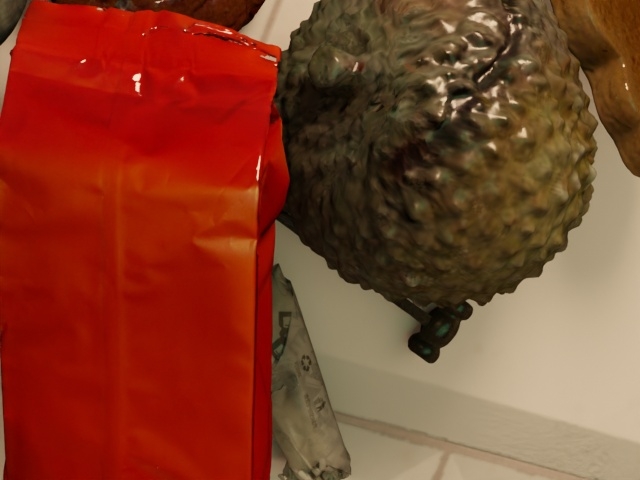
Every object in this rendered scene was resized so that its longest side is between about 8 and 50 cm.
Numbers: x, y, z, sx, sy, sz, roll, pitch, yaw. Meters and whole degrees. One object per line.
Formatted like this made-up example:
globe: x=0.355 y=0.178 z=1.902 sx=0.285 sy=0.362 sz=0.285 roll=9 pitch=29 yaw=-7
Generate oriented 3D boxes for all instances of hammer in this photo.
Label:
hammer: x=0.000 y=0.000 z=1.475 sx=0.292 sy=0.029 sz=0.058 roll=36 pitch=90 yaw=-25

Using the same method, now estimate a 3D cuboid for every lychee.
lychee: x=0.087 y=-0.075 z=1.354 sx=0.274 sy=0.255 sz=0.255 roll=25 pitch=96 yaw=-37

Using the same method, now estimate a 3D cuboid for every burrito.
burrito: x=-0.028 y=0.113 z=1.480 sx=0.064 sy=0.064 sz=0.203 roll=-24 pitch=113 yaw=-13

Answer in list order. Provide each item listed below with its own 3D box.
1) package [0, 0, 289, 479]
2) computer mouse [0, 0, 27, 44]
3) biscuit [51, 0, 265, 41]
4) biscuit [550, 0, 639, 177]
package: x=-0.125 y=0.053 z=1.329 sx=0.196 sy=0.123 sz=0.424 roll=6 pitch=115 yaw=5
computer mouse: x=-0.325 y=-0.250 z=1.185 sx=0.374 sy=0.114 sz=0.203 roll=32 pitch=67 yaw=-29
biscuit: x=-0.110 y=-0.213 z=1.335 sx=0.192 sy=0.049 sz=0.192 roll=-11 pitch=111 yaw=-33
biscuit: x=0.213 y=-0.201 z=1.431 sx=0.047 sy=0.183 sz=0.320 roll=-18 pitch=106 yaw=31
